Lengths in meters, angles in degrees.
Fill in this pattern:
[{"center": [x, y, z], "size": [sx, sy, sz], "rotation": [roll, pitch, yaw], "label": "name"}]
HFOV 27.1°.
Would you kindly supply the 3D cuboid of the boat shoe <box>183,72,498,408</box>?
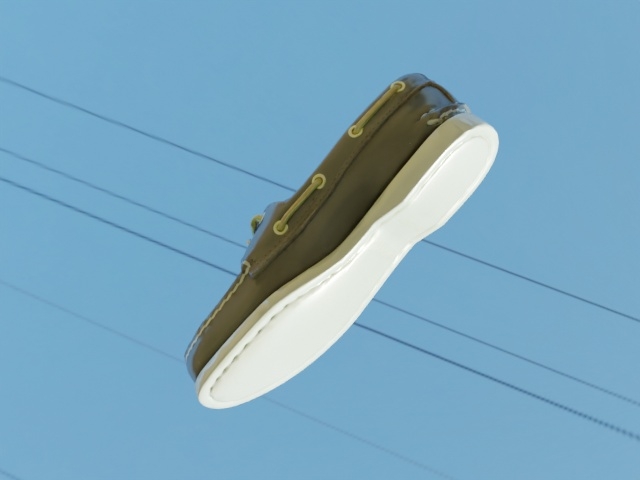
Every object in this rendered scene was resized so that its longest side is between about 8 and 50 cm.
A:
[{"center": [0.002, 0.001, 1.028], "size": [0.305, 0.109, 0.091], "rotation": [-46, -119, 5], "label": "boat shoe"}]
